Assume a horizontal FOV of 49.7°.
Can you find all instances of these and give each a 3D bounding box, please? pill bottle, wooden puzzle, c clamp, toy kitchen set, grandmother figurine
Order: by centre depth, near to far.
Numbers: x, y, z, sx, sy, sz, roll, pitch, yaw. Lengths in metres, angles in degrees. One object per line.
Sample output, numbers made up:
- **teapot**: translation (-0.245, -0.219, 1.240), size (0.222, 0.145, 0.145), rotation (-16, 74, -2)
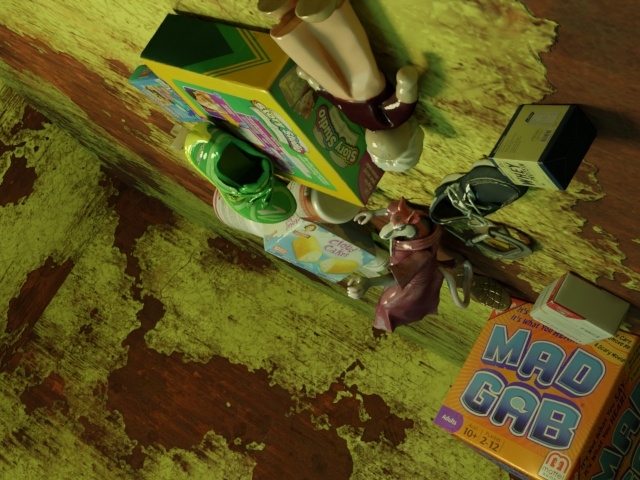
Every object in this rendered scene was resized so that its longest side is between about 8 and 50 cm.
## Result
- **grandmother figurine**: translation (0.047, -0.210, 0.940), size (0.208, 0.104, 0.342), rotation (33, 171, 43)
- **wooden puzzle**: translation (0.316, -0.022, 1.291), size (0.079, 0.014, 0.116), rotation (20, 166, 30)
- **c clamp**: translation (0.319, 0.004, 1.299), size (0.137, 0.022, 0.161), rotation (30, 168, -9)
- **pill bottle**: translation (0.000, -0.099, 1.526), size (0.121, 0.121, 0.216), rotation (35, 170, -20)
- **pill bottle**: translation (-0.164, -0.093, 1.906), size (0.160, 0.160, 0.283), rotation (38, 168, -35)
- **toy kitchen set**: translation (-0.384, -0.273, 1.943), size (0.083, 0.068, 0.075), rotation (32, 170, -2)

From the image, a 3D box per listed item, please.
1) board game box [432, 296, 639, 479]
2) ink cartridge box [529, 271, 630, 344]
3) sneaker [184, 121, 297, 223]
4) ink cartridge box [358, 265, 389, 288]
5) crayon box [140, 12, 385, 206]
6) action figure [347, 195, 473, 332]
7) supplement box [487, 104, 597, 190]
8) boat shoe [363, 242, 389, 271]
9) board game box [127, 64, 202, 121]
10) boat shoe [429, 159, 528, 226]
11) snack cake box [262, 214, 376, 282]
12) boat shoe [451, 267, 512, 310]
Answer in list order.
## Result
- **board game box**: translation (0.560, 0.396, 1.602), size (0.356, 0.356, 0.356), rotation (38, 167, -36)
- **ink cartridge box**: translation (0.496, 0.135, 1.342), size (0.127, 0.072, 0.175), rotation (29, 170, 9)
- **sneaker**: translation (-0.136, -0.108, 1.314), size (0.123, 0.109, 0.295), rotation (27, 171, 43)
- **ink cartridge box**: translation (0.208, 0.111, 2.085), size (0.209, 0.062, 0.109), rotation (38, 167, -35)
- **crayon box**: translation (-0.088, -0.225, 1.224), size (0.313, 0.106, 0.363), rotation (22, 167, 35)
- **action figure**: translation (0.197, 0.051, 1.415), size (0.276, 0.248, 0.370), rotation (5, 147, 6)
- **supplement box**: translation (0.261, -0.111, 0.818), size (0.056, 0.083, 0.083), rotation (39, 168, -32)
- **boat shoe**: translation (0.086, 0.022, 1.978), size (0.258, 0.095, 0.084), rotation (6, 150, 44)
- **board game box**: translation (-0.329, -0.332, 1.565), size (0.160, 0.047, 0.210), rotation (37, 168, -33)
- **boat shoe**: translation (0.241, -0.069, 1.092), size (0.095, 0.079, 0.254), rotation (34, 169, -14)
- **snack cake box**: translation (0.000, 0.000, 1.766), size (0.152, 0.089, 0.264), rotation (-34, 137, 31)
- **boat shoe**: translation (0.384, 0.119, 1.635), size (0.060, 0.064, 0.178), rotation (34, 177, -42)
